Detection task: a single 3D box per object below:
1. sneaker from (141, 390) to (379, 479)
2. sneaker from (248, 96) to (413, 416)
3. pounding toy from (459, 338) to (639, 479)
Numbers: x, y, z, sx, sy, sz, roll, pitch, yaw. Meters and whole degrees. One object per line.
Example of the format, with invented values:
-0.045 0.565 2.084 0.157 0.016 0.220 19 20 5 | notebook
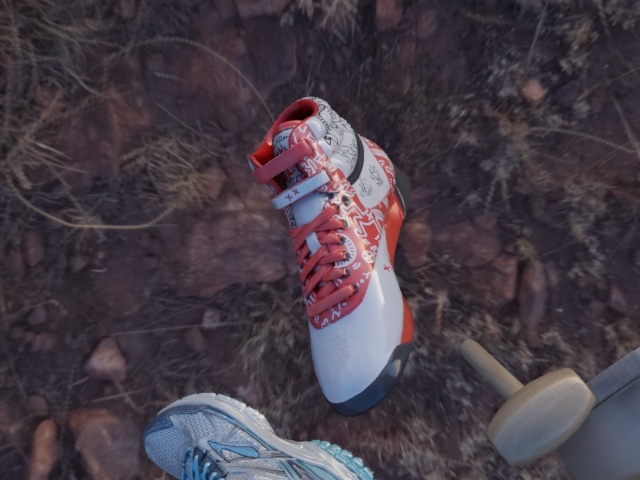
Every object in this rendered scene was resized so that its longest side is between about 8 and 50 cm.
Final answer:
-0.085 0.241 1.022 0.283 0.122 0.110 11 118 31 | sneaker
-0.001 0.000 0.795 0.090 0.270 0.145 -29 125 31 | sneaker
0.197 0.093 0.654 0.154 0.269 0.154 -36 67 10 | pounding toy
